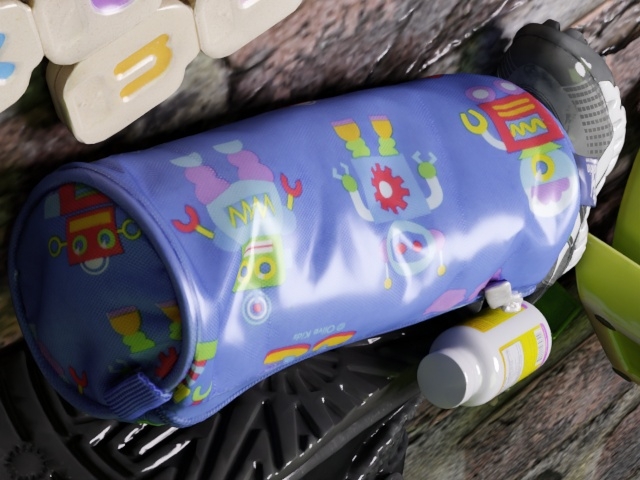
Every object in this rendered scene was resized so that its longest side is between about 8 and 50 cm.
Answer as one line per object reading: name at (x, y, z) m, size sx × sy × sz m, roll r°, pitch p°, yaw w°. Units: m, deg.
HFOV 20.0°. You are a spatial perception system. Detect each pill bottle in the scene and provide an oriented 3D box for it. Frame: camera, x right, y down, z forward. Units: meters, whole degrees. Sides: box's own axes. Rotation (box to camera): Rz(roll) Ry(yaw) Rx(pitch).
pill bottle at (0.085, 0.061, 0.959) m, size 0.083 × 0.043 × 0.043 m, roll -23°, pitch 146°, yaw -52°

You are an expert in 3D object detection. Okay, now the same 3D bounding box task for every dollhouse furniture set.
dollhouse furniture set at (0.132, 0.060, 1.265) m, size 0.076 × 0.058 × 0.151 m, roll -46°, pitch 173°, yaw -15°

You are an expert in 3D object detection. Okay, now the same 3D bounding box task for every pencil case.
pencil case at (0.000, 0.000, 0.888) m, size 0.306 × 0.133 × 0.119 m, roll -17°, pitch 167°, yaw -42°

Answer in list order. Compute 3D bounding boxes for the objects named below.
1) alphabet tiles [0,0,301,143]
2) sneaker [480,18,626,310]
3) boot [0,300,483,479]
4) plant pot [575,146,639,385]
alphabet tiles at (-0.069, -0.157, 0.699) m, size 0.278 × 0.021 × 0.284 m, roll -37°, pitch 151°, yaw -17°
sneaker at (0.117, -0.024, 1.052) m, size 0.106 × 0.078 × 0.234 m, roll -52°, pitch 160°, yaw -29°
boot at (-0.059, 0.151, 1.004) m, size 0.348 × 0.131 × 0.260 m, roll -19°, pitch 142°, yaw -42°
plant pot at (0.302, 0.024, 1.202) m, size 0.207 × 0.227 × 0.228 m, roll -52°, pitch 155°, yaw -6°
